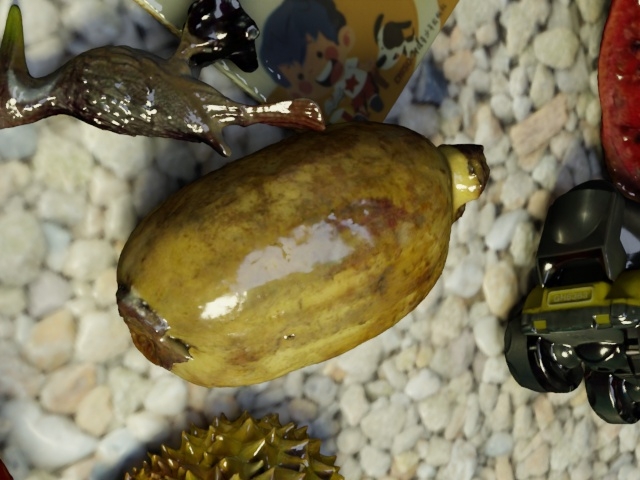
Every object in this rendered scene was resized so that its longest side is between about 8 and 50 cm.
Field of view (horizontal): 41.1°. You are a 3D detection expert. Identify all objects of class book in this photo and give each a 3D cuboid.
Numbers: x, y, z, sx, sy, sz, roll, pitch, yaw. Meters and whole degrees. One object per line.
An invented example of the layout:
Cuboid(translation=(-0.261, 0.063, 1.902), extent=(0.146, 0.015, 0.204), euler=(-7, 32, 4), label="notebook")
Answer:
Cuboid(translation=(-0.028, -0.208, 0.539), extent=(0.295, 0.020, 0.208), euler=(36, 82, -31), label="book")

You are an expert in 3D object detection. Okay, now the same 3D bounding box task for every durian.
Cuboid(translation=(-0.043, 0.200, 0.578), extent=(0.132, 0.165, 0.182), euler=(-32, 94, 22), label="durian")

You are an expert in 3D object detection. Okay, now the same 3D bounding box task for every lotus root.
Cuboid(translation=(0.000, 0.000, 0.528), extent=(0.260, 0.128, 0.145), euler=(-27, 149, -22), label="lotus root")

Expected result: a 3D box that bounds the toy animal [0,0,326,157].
Cuboid(translation=(-0.105, -0.088, 0.483), extent=(0.203, 0.070, 0.105), euler=(-10, 74, -9), label="toy animal")

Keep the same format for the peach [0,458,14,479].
Cuboid(translation=(-0.248, 0.188, 0.385), extent=(0.243, 0.200, 0.243), euler=(-36, 138, -40), label="peach")

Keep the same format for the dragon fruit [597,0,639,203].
Cuboid(translation=(0.416, -0.119, 0.700), extent=(0.330, 0.240, 0.302), euler=(-29, 133, -15), label="dragon fruit")

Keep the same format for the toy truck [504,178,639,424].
Cuboid(translation=(0.268, 0.058, 0.713), extent=(0.224, 0.147, 0.165), euler=(26, 64, -35), label="toy truck")
